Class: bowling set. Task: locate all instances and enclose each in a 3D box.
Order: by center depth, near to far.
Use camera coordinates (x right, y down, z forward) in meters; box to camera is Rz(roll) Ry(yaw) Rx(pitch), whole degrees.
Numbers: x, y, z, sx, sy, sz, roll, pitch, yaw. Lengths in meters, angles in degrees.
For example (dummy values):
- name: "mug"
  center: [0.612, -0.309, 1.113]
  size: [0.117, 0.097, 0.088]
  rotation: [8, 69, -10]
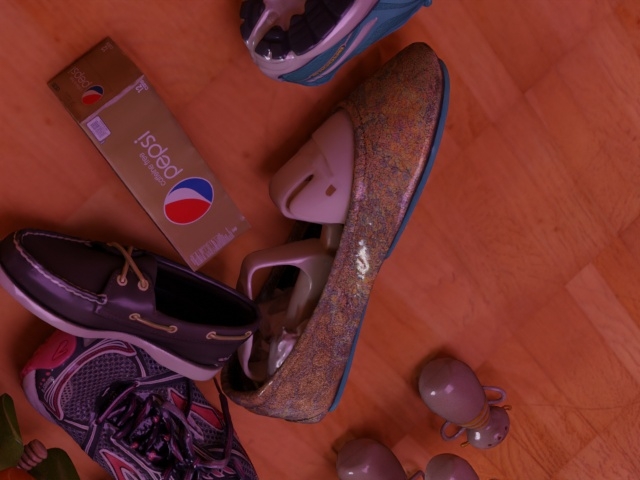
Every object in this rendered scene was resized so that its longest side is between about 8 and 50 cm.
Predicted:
- name: "bowling set"
  center: [0.098, 0.276, 1.437]
  size: [0.287, 0.200, 0.154]
  rotation: [-40, 138, 3]

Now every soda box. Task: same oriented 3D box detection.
- name: "soda box"
  center: [-0.122, -0.059, 1.103]
  size: [0.058, 0.061, 0.181]
  rotation: [-38, 137, -6]

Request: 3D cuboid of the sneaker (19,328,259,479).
- name: "sneaker"
  center: [-0.127, 0.155, 1.233]
  size: [0.121, 0.112, 0.299]
  rotation: [-42, 136, -1]

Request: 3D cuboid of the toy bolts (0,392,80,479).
- name: "toy bolts"
  center: [-0.295, 0.183, 1.086]
  size: [0.158, 0.218, 0.228]
  rotation: [-36, 119, 1]

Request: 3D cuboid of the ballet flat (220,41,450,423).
- name: "ballet flat"
  center: [0.000, 0.000, 1.210]
  size: [0.123, 0.123, 0.348]
  rotation: [-1, 123, -35]

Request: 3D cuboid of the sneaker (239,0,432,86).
- name: "sneaker"
  center: [0.055, -0.221, 1.101]
  size: [0.275, 0.107, 0.110]
  rotation: [-42, 157, 6]

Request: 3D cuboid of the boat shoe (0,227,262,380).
- name: "boat shoe"
  center: [-0.143, 0.036, 1.133]
  size: [0.069, 0.081, 0.228]
  rotation: [-41, 136, 24]
